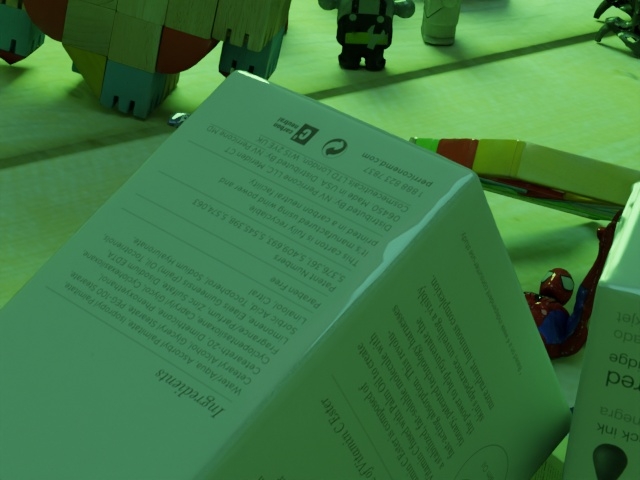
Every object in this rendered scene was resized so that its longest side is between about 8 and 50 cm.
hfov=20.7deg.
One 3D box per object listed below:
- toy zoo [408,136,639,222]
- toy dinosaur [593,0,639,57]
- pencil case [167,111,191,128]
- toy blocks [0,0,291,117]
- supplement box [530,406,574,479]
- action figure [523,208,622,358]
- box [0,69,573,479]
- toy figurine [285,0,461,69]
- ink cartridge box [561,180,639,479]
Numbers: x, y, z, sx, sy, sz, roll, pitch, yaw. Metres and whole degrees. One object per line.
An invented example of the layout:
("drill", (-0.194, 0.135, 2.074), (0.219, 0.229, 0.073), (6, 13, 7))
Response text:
("toy zoo", (0.203, -0.044, 1.393), (0.192, 0.030, 0.293), (14, -1, -17))
("toy dinosaur", (0.384, -0.326, 1.929), (0.321, 0.218, 0.164), (19, 32, 24))
("pencil case", (-0.038, 0.006, 1.221), (0.104, 0.236, 0.104), (-7, 43, 6))
("toy blocks", (-0.176, -0.245, 1.666), (0.381, 0.261, 0.191), (17, 27, 7))
("supplement box", (0.167, 0.165, 1.114), (0.056, 0.083, 0.083), (-14, 33, -31))
("action figure", (0.138, 0.058, 1.264), (0.091, 0.139, 0.280), (17, 28, 18))
("box", (-0.061, 0.123, 0.862), (0.168, 0.215, 0.345), (27, 66, 38))
("toy figurine", (0.046, -0.292, 1.882), (0.213, 0.148, 0.209), (-20, 37, -40))
("ink cartridge box", (0.240, 0.148, 0.922), (0.223, 0.308, 0.129), (13, 31, 14))
